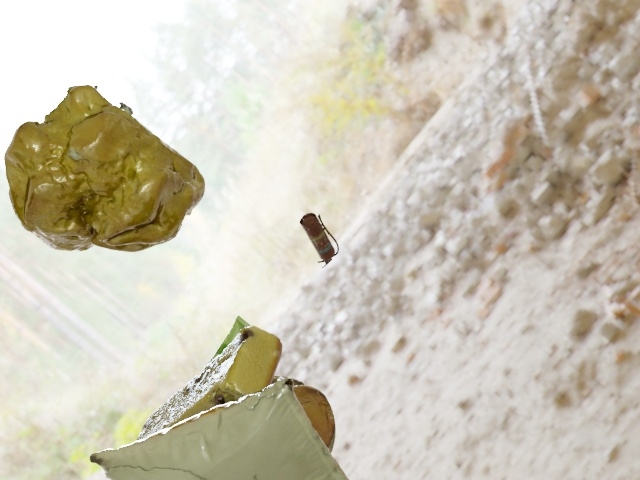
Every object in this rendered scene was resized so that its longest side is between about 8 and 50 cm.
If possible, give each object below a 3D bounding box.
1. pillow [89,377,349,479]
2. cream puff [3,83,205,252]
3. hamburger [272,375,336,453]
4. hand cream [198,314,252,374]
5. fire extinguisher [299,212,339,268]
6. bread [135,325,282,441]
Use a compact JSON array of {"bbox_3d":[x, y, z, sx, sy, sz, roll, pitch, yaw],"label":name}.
[{"bbox_3d":[-0.109,0.349,1.546,0.312,0.310,0.119,-25,31,12],"label":"pillow"},{"bbox_3d":[-0.349,-0.079,1.811,0.270,0.274,0.323,-54,-18,2],"label":"cream puff"},{"bbox_3d":[-0.061,0.322,1.859,0.113,0.185,0.177,0,69,48],"label":"hamburger"},{"bbox_3d":[-0.170,0.235,2.036,0.175,0.095,0.046,-52,10,-9],"label":"hand cream"},{"bbox_3d":[0.000,0.000,2.222,0.056,0.132,0.039,-28,40,3],"label":"fire extinguisher"},{"bbox_3d":[-0.186,0.264,1.725,0.361,0.077,0.138,-43,15,42],"label":"bread"}]
